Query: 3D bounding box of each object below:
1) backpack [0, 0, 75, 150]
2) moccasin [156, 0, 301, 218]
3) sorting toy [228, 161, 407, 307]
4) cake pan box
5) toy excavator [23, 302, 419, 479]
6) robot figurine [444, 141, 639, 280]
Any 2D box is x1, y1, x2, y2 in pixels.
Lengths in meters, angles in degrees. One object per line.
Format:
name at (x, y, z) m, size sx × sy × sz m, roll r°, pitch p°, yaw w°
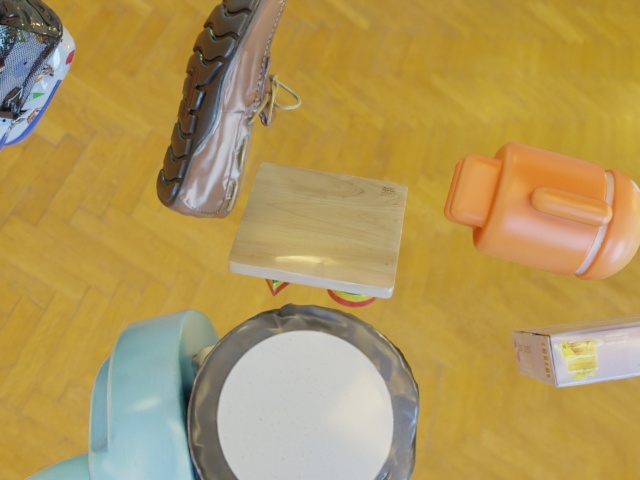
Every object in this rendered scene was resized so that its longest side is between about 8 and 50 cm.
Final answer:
backpack at (-0.422, -0.194, 0.993) m, size 0.276 × 0.263 × 0.213 m, roll 42°, pitch 11°, yaw 24°
moccasin at (-0.123, -0.209, 1.373) m, size 0.147 × 0.380 × 0.139 m, roll 10°, pitch 12°, yaw -35°
sorting toy at (0.000, 0.000, 1.511) m, size 0.257 × 0.089 × 0.255 m, roll 10°, pitch 43°, yaw 3°
cake pan box at (0.383, 0.128, 1.154) m, size 0.246 × 0.267 × 0.070 m, roll -6°, pitch 85°, yaw 1°
toy excavator at (-0.132, 0.272, 0.502) m, size 0.222 × 0.445 × 0.433 m, roll 49°, pitch 29°, yaw -82°
robot figurine at (0.247, -0.031, 0.982) m, size 0.219 × 0.158 × 0.128 m, roll 15°, pitch 51°, yaw 0°
